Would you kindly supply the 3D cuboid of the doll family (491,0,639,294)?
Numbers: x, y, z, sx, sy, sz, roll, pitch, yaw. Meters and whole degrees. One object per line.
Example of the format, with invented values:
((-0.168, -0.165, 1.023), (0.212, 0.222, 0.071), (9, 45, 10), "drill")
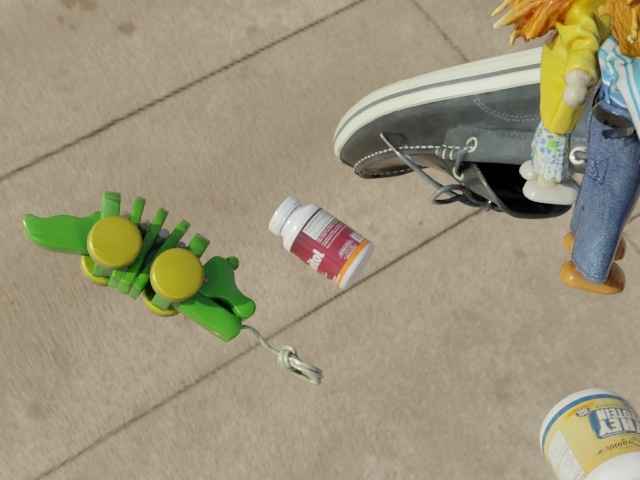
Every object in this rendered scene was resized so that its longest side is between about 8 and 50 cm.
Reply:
((0.149, -0.069, 0.461), (0.118, 0.163, 0.263), (2, 36, 0), "doll family")

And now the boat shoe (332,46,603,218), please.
((0.189, -0.097, 0.941), (0.186, 0.500, 0.156), (-4, 90, -39), "boat shoe")

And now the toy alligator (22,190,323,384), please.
((-0.073, 0.018, 0.519), (0.189, 0.056, 0.051), (28, 69, -9), "toy alligator")

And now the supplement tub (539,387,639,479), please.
((0.390, 0.308, 1.213), (0.144, 0.144, 0.200), (-6, 28, -6), "supplement tub")

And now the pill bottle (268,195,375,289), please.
((0.000, 0.000, 1.389), (0.152, 0.086, 0.086), (35, 67, 10), "pill bottle")
